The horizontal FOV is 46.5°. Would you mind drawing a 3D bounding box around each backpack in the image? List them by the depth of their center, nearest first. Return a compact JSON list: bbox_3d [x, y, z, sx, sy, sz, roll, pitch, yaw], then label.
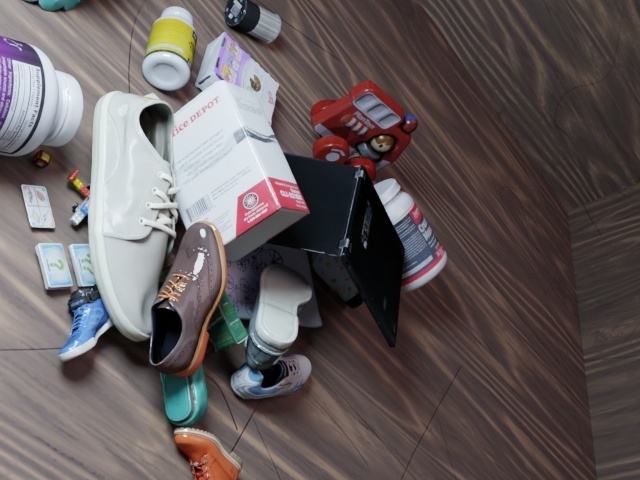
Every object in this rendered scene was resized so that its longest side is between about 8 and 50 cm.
[{"bbox_3d":[0.065,0.063,1.818,0.182,0.152,0.115,45,14,-6],"label":"backpack"}]

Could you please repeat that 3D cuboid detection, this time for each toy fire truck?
[{"bbox_3d":[0.126,-0.298,2.054,0.302,0.253,0.169,31,45,-42],"label":"toy fire truck"}]

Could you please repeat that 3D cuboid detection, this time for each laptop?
[{"bbox_3d":[0.000,0.000,1.694,0.408,0.236,0.382,60,24,-26],"label":"laptop"}]

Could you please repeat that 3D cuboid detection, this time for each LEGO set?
[{"bbox_3d":[-0.411,-0.040,1.276,0.182,0.060,0.244,3,66,-59],"label":"LEGO set"}]

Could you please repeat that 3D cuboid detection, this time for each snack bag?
[{"bbox_3d":[-0.119,0.041,1.666,0.342,0.037,0.323,17,54,-50],"label":"snack bag"}]

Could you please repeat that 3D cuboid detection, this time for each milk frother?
[{"bbox_3d":[-0.163,-0.615,1.957,0.134,0.143,0.129,12,52,-50],"label":"milk frother"}]

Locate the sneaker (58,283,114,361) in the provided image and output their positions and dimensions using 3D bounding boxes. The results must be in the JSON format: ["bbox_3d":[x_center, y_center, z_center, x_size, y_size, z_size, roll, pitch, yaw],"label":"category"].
[{"bbox_3d":[-0.384,0.125,1.192,0.085,0.058,0.152,62,27,-14],"label":"sneaker"}]

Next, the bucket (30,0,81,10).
[{"bbox_3d":[-0.499,-0.596,1.411,0.281,0.183,0.281,35,42,-39],"label":"bucket"}]

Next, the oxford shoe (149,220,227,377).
[{"bbox_3d":[-0.226,0.091,1.255,0.098,0.096,0.272,38,56,-65],"label":"oxford shoe"}]

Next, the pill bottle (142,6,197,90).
[{"bbox_3d":[-0.324,-0.422,1.623,0.103,0.103,0.184,36,42,-38],"label":"pill bottle"}]

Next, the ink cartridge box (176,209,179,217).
[{"bbox_3d":[-0.333,-0.146,1.472,0.097,0.046,0.207,3,66,-56],"label":"ink cartridge box"}]

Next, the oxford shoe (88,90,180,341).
[{"bbox_3d":[-0.307,-0.055,1.280,0.169,0.130,0.450,46,37,-71],"label":"oxford shoe"}]

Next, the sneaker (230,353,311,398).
[{"bbox_3d":[-0.082,0.271,1.513,0.237,0.086,0.085,0,67,-57],"label":"sneaker"}]

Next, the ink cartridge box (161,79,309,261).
[{"bbox_3d":[-0.171,-0.124,1.373,0.114,0.197,0.273,5,57,-61],"label":"ink cartridge box"}]

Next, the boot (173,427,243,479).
[{"bbox_3d":[-0.200,0.386,1.287,0.158,0.059,0.085,47,40,-28],"label":"boot"}]

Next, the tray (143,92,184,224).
[{"bbox_3d":[-0.289,-0.164,1.478,0.270,0.030,0.145,60,30,-11],"label":"tray"}]

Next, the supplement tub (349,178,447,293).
[{"bbox_3d":[0.203,-0.010,2.027,0.272,0.191,0.191,56,33,-14],"label":"supplement tub"}]

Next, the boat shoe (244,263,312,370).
[{"bbox_3d":[-0.094,0.147,1.510,0.116,0.099,0.319,27,23,-7],"label":"boat shoe"}]

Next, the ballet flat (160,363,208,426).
[{"bbox_3d":[-0.249,0.211,1.332,0.087,0.083,0.247,53,24,-66],"label":"ballet flat"}]

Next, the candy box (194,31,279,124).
[{"bbox_3d":[-0.198,-0.378,1.810,0.196,0.070,0.165,41,39,-33],"label":"candy box"}]

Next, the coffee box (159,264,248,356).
[{"bbox_3d":[-0.223,0.120,1.388,0.040,0.113,0.184,-32,97,-55],"label":"coffee box"}]

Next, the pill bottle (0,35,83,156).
[{"bbox_3d":[-0.527,-0.227,1.114,0.323,0.181,0.182,5,64,-55],"label":"pill bottle"}]
